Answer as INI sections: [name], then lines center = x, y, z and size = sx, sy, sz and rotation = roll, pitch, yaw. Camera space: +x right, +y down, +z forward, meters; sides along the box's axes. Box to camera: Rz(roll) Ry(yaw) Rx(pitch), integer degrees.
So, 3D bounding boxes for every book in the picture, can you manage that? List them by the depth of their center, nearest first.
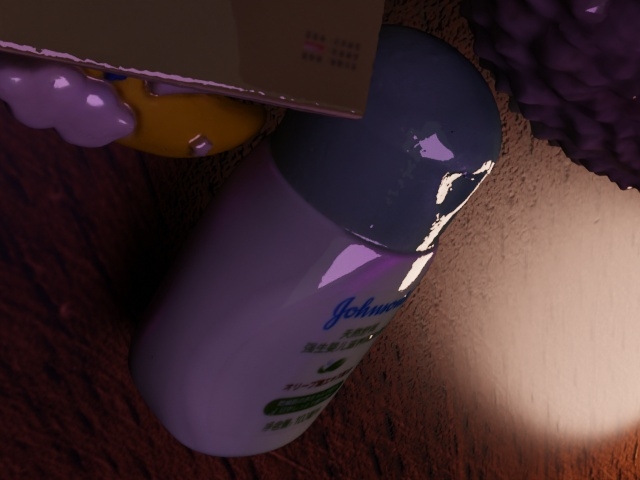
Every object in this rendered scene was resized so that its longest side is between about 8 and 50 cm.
[book]
center = -0.048, -0.257, 0.476
size = 0.239, 0.035, 0.352
rotation = 6, 97, -33

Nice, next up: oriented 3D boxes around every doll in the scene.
[doll]
center = -0.085, -0.159, 0.562
size = 0.252, 0.111, 0.237
rotation = 4, 118, -36

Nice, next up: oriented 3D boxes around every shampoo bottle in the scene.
[shampoo bottle]
center = 0.000, 0.000, 0.678
size = 0.221, 0.151, 0.350
rotation = -2, 133, -49

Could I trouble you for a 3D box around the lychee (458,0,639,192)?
[lychee]
center = 0.280, -0.213, 0.592
size = 0.380, 0.380, 0.432
rotation = 65, 32, -46
